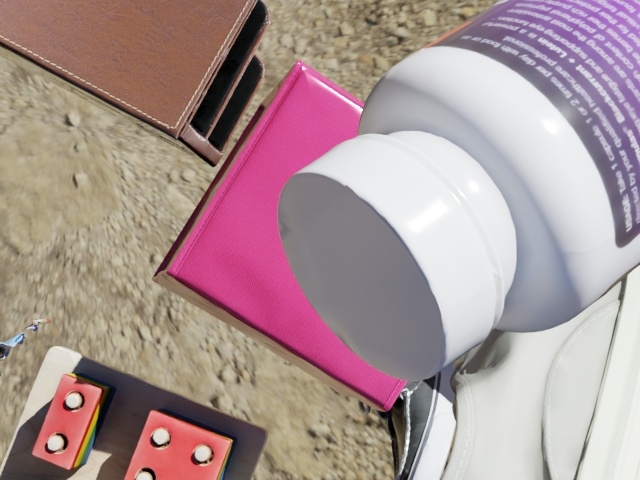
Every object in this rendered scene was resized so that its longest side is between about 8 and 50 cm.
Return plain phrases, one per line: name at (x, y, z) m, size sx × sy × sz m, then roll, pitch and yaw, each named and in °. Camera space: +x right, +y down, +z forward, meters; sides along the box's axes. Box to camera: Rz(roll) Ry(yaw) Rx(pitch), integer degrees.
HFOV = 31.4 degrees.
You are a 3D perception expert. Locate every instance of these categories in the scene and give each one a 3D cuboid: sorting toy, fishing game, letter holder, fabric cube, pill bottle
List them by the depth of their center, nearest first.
pill bottle at (0.082, -0.035, 0.411) m, size 0.193 × 0.108 × 0.108 m, roll -34°, pitch 102°, yaw -28°
letter holder at (-0.195, -0.242, 1.097) m, size 0.302 × 0.152 × 0.214 m, roll 28°, pitch 88°, yaw 10°
sorting toy at (-0.222, 0.274, 1.194) m, size 0.257 × 0.089 × 0.255 m, roll 21°, pitch 86°, yaw 6°
fabric cube at (0.000, 0.000, 1.218) m, size 0.258 × 0.259 × 0.254 m, roll 33°, pitch 82°, yaw -8°
fishing game at (-0.517, 0.201, 1.712) m, size 0.264 × 0.189 × 0.041 m, roll -35°, pitch 89°, yaw -7°

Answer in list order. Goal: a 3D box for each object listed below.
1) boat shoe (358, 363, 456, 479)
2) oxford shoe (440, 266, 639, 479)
boat shoe at (0.100, 0.173, 1.304) m, size 0.105 × 0.306 × 0.113 m, roll 15°, pitch 136°, yaw -1°
oxford shoe at (0.154, 0.065, 0.685) m, size 0.130 × 0.449 × 0.169 m, roll 6°, pitch 131°, yaw 24°
